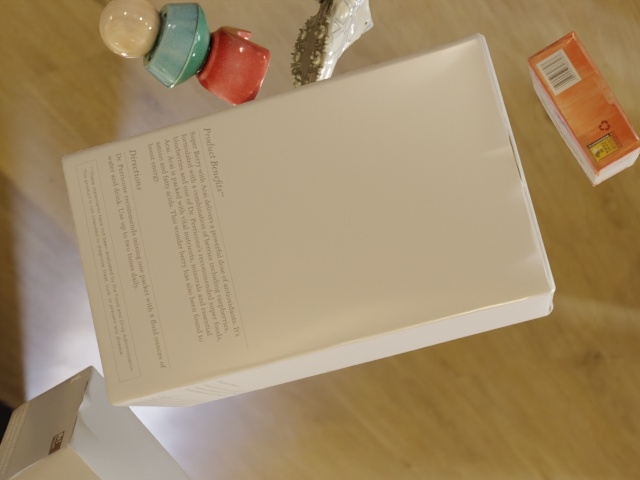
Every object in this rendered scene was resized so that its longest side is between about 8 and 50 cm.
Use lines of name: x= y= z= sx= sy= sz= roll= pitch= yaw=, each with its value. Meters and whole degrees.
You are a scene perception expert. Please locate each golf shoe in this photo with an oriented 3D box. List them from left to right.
golf shoe: x=0.023 y=-0.232 z=1.227 sx=0.086 sy=0.176 sz=0.069 roll=11 pitch=-172 yaw=-34

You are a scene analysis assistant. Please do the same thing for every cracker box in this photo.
cracker box: x=0.324 y=-0.154 z=1.369 sx=0.067 sy=0.155 sz=0.232 roll=-31 pitch=172 yaw=11

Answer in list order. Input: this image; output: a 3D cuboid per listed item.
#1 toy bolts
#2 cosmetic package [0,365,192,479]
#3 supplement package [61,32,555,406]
toy bolts: x=-0.122 y=-0.263 z=1.093 sx=0.159 sy=0.218 sz=0.228 roll=17 pitch=102 yaw=-25
cosmetic package: x=-0.178 y=0.244 z=0.994 sx=0.107 sy=0.127 sz=0.238 roll=-33 pitch=111 yaw=14
supplement package: x=0.000 y=0.000 z=0.786 sx=0.293 sy=0.177 sz=0.175 roll=-15 pitch=169 yaw=8
